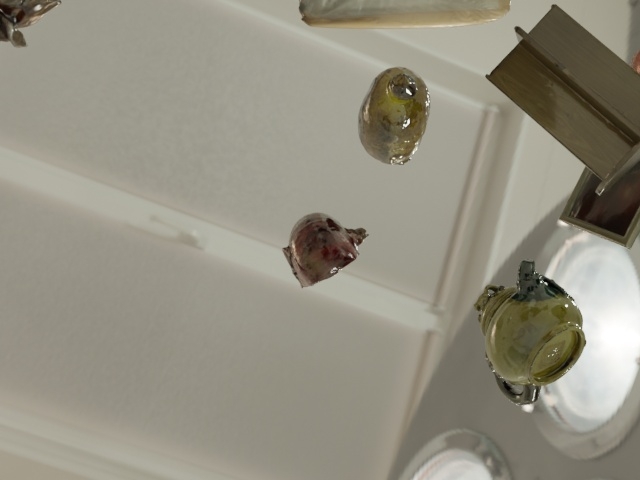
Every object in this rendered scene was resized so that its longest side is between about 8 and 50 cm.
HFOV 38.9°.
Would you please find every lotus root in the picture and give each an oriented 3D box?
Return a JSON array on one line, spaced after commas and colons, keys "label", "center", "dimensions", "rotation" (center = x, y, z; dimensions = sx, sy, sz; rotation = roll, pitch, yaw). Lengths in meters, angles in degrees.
[{"label": "lotus root", "center": [0.149, -0.258, 1.844], "dimensions": [0.314, 0.142, 0.169], "rotation": [88, 19, -68]}]

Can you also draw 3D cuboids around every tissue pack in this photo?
[{"label": "tissue pack", "center": [0.082, -0.347, 0.983], "dimensions": [0.305, 0.239, 0.238], "rotation": [-81, -166, -74]}]

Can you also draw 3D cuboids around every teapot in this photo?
[{"label": "teapot", "center": [0.337, 0.155, 1.534], "dimensions": [0.182, 0.173, 0.269], "rotation": [45, -40, 44]}]

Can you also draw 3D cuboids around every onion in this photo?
[{"label": "onion", "center": [0.000, 0.000, 1.574], "dimensions": [0.151, 0.098, 0.206], "rotation": [-36, -170, -5]}]

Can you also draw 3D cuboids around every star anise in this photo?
[{"label": "star anise", "center": [-0.509, -0.357, 1.311], "dimensions": [0.220, 0.214, 0.099], "rotation": [-49, -179, -15]}]

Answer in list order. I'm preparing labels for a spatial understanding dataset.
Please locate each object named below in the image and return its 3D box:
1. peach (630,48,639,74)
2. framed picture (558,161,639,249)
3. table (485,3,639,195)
[{"label": "peach", "center": [0.624, -0.301, 1.596], "dimensions": [0.172, 0.127, 0.092], "rotation": [50, -38, 39]}, {"label": "framed picture", "center": [0.589, -0.141, 1.743], "dimensions": [0.289, 0.020, 0.211], "rotation": [-64, -155, 5]}, {"label": "table", "center": [0.346, -0.196, 1.208], "dimensions": [0.167, 0.226, 0.167], "rotation": [-41, 165, -14]}]
